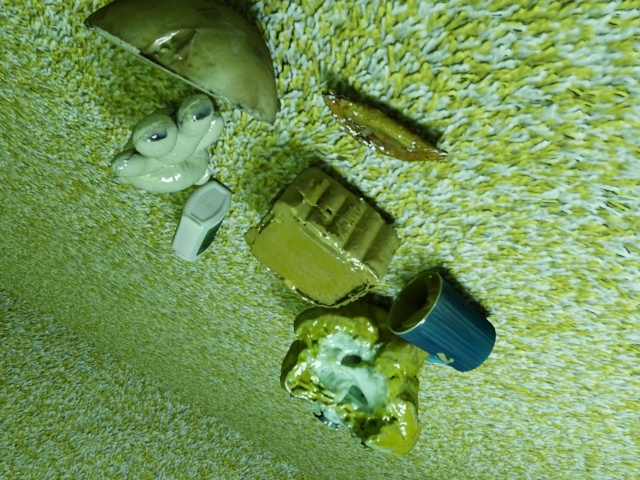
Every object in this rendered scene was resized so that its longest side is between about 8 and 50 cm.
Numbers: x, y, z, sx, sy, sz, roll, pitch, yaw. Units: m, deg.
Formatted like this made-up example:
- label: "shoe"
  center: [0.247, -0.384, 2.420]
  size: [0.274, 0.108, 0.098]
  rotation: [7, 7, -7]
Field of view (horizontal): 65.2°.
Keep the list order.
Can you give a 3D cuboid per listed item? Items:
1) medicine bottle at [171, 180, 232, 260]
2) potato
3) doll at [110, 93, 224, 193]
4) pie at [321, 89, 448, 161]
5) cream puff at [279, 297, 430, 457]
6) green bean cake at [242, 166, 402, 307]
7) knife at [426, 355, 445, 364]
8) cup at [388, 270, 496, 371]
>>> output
- label: "medicine bottle"
  center: [-0.256, -0.027, 1.046]
  size: [0.078, 0.115, 0.219]
  rotation: [34, 145, -6]
- label: "potato"
  center: [-0.169, -0.261, 0.656]
  size: [0.299, 0.116, 0.239]
  rotation: [32, -166, 36]
- label: "doll"
  center: [-0.248, -0.169, 0.818]
  size: [0.175, 0.149, 0.278]
  rotation: [0, 172, -23]
- label: "pie"
  center: [0.085, -0.154, 0.712]
  size: [0.191, 0.033, 0.088]
  rotation: [28, 160, 2]
- label: "cream puff"
  center: [0.093, 0.270, 1.047]
  size: [0.323, 0.270, 0.274]
  rotation: [32, 165, 18]
- label: "green bean cake"
  center: [0.000, 0.000, 0.878]
  size: [0.224, 0.131, 0.229]
  rotation: [39, 147, -7]
- label: "knife"
  center: [0.202, 0.250, 1.122]
  size: [0.296, 0.026, 0.044]
  rotation: [6, 141, 27]
- label: "cup"
  center: [0.216, 0.149, 0.918]
  size: [0.155, 0.131, 0.176]
  rotation: [37, 174, -14]
